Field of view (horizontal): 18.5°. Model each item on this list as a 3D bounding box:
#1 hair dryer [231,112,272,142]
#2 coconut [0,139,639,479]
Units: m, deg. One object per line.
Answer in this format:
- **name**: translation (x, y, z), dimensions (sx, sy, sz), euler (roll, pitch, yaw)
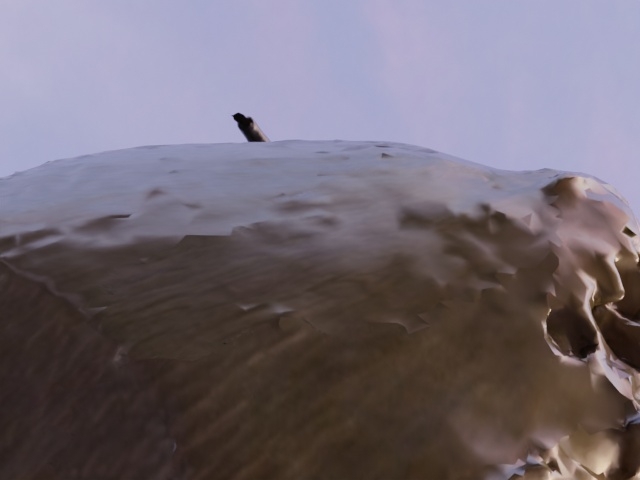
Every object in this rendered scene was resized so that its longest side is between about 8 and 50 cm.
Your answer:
- **hair dryer**: translation (0.000, 0.000, 0.846), dimensions (0.071, 0.150, 0.047), euler (-33, -150, -3)
- **coconut**: translation (-0.022, 0.126, 0.633), dimensions (0.346, 0.346, 0.360), euler (30, -79, 12)
